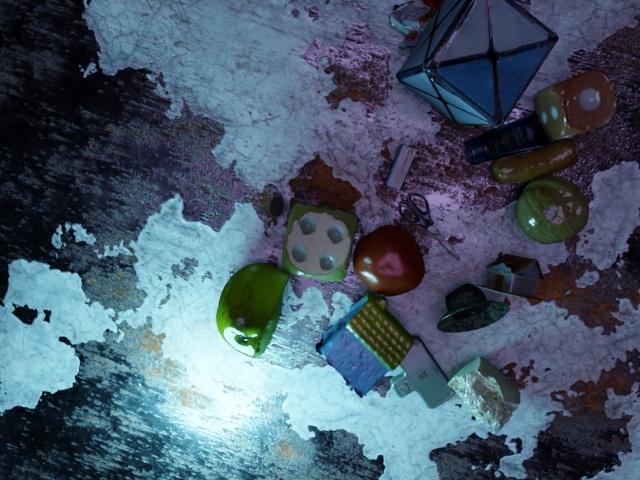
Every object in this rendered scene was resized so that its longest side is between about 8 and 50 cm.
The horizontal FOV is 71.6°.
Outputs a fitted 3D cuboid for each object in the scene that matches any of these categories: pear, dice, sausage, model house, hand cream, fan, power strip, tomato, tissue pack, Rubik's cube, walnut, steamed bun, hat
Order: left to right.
[{"bbox_3d":[-0.262,0.254,1.572,0.238,0.318,0.343,22,98,-1],"label":"pear"},{"bbox_3d":[-0.146,-0.119,1.622,0.133,0.005,0.085,17,96,41],"label":"fan"},{"bbox_3d":[0.000,0.000,1.548,0.232,0.227,0.239,11,97,2],"label":"dice"},{"bbox_3d":[0.163,0.351,1.566,0.237,0.215,0.303,45,104,-1],"label":"model house"},{"bbox_3d":[0.239,0.079,1.552,0.259,0.180,0.260,1,98,9],"label":"tomato"},{"bbox_3d":[0.277,-0.253,1.537,0.065,0.115,0.155,21,101,3],"label":"tissue pack"},{"bbox_3d":[0.354,0.506,1.651,0.193,0.059,0.265,-34,92,6],"label":"power strip"},{"bbox_3d":[0.513,0.223,1.556,0.265,0.265,0.129,-22,57,9],"label":"hat"},{"bbox_3d":[0.463,-0.553,1.351,0.305,0.310,0.307,30,101,-13],"label":"Rubik's cube"},{"bbox_3d":[0.579,0.533,1.558,0.225,0.170,0.200,39,75,1],"label":"steamed bun"},{"bbox_3d":[0.637,-0.342,1.518,0.270,0.061,0.120,-19,91,1],"label":"hand cream"},{"bbox_3d":[0.650,0.114,1.478,0.207,0.219,0.136,12,90,-15],"label":"model house"},{"bbox_3d":[0.713,-0.258,1.491,0.270,0.109,0.109,-14,95,8],"label":"sausage"},{"bbox_3d":[0.756,-0.101,1.458,0.227,0.228,0.228,1,97,7],"label":"walnut"},{"bbox_3d":[0.806,-0.430,1.416,0.173,0.179,0.175,-21,99,2],"label":"dice"}]

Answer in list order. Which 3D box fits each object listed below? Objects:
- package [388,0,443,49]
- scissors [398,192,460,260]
[{"bbox_3d":[0.373,-0.740,1.493,0.269,0.071,0.194,-21,98,-5],"label":"package"},{"bbox_3d":[0.403,-0.041,1.596,0.109,0.022,0.300,-42,92,14],"label":"scissors"}]
